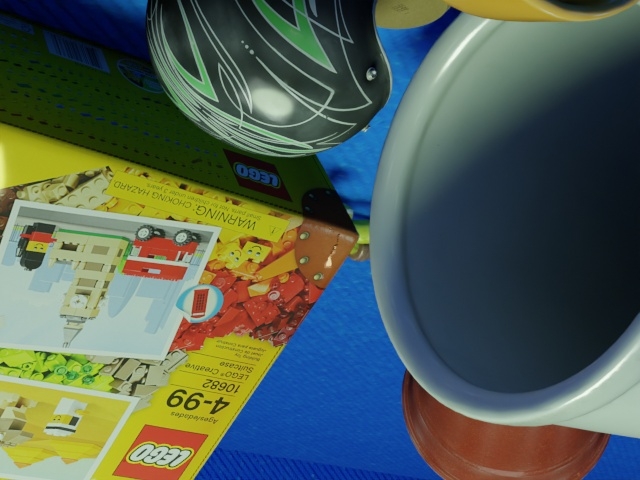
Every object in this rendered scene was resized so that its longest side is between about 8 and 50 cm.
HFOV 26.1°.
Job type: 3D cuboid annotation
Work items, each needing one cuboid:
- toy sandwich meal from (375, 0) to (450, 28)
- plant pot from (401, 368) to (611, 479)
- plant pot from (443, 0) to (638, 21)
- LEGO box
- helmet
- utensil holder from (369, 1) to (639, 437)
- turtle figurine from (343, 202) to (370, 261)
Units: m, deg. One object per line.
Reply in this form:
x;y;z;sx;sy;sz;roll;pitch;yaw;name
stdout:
0.055;-0.182;1.003;0.085;0.029;0.085;-1;162;0;toy sandwich meal
0.233;0.144;1.635;0.272;0.272;0.265;3;155;4;plant pot
0.056;-0.208;0.678;0.205;0.205;0.188;21;171;-42;plant pot
-0.285;0.018;1.138;0.500;0.193;0.372;16;120;-33;LEGO box
-0.034;-0.139;0.932;0.169;0.161;0.169;4;162;1;helmet
0.285;0.002;1.046;0.385;0.327;0.327;15;159;-35;utensil holder
0.000;0.000;1.483;0.217;0.087;0.269;3;155;-24;turtle figurine
